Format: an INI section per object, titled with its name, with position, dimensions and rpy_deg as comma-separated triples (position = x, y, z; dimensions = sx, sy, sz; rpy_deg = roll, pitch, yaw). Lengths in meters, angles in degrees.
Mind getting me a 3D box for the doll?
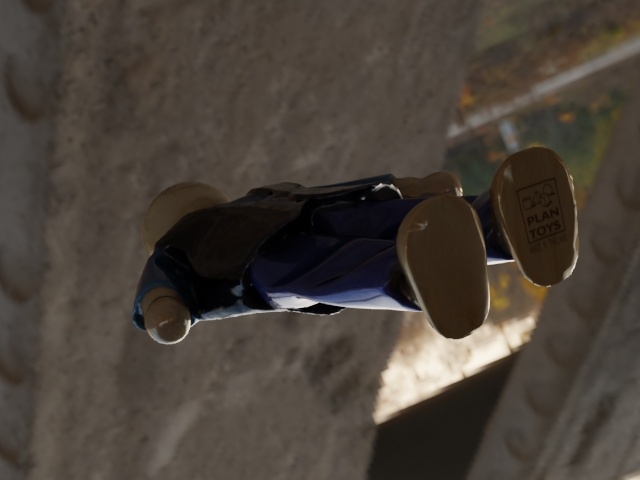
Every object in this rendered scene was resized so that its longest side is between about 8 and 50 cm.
[doll]
position = 0.000, 0.000, 0.514
dimensions = 0.129, 0.046, 0.189
rpy_deg = -26, -165, -33
